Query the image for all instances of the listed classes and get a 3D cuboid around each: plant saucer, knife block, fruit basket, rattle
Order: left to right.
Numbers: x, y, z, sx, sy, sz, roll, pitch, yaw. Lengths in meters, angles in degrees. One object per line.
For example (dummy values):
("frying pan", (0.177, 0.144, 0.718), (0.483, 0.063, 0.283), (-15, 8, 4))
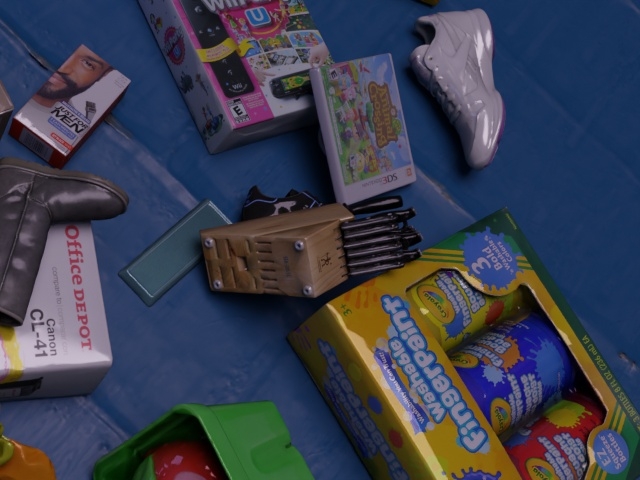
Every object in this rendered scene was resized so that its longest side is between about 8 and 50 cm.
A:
("rattle", (-0.383, 0.259, 1.439), (0.143, 0.199, 0.130), (44, 57, -1))
("plant saucer", (-0.202, 0.012, 1.744), (0.067, 0.018, 0.192), (46, 56, 0))
("fruit basket", (-0.167, 0.408, 1.457), (0.392, 0.283, 0.392), (24, 48, -30))
("knife block", (0.000, 0.000, 1.735), (0.242, 0.275, 0.088), (-28, 113, -51))

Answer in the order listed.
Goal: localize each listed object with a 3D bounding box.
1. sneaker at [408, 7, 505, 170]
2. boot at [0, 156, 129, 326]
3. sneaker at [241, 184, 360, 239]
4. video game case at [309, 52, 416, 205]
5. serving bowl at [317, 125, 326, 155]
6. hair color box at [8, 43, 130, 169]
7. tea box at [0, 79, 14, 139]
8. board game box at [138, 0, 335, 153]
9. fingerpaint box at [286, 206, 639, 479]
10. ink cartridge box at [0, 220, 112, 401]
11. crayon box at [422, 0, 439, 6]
("sneaker", (0.224, -0.251, 2.024), (0.152, 0.114, 0.305), (0, 63, -10))
("boot", (-0.348, 0.008, 1.490), (0.189, 0.076, 0.208), (10, 53, -4))
("sneaker", (-0.005, -0.027, 1.815), (0.232, 0.081, 0.090), (8, 72, -20))
("video game case", (0.069, -0.175, 1.871), (0.193, 0.023, 0.212), (-21, 101, -49))
("serving bowl", (0.030, -0.159, 1.919), (0.083, 0.027, 0.083), (8, 72, -27))
("hair color box", (-0.360, -0.193, 1.740), (0.093, 0.053, 0.167), (36, 56, -5))
("tea box", (-0.616, -0.214, 1.530), (0.323, 0.220, 0.329), (-22, 79, -30))
("board game box", (-0.124, -0.310, 1.879), (0.224, 0.097, 0.303), (-20, 77, -32))
("fingerpaint box", (0.230, 0.227, 1.763), (0.371, 0.163, 0.445), (-26, 80, -32))
("ink cartridge box", (-0.439, 0.086, 1.533), (0.306, 0.131, 0.226), (-3, 69, -25))
("crayon box", (0.101, -0.629, 2.121), (0.313, 0.106, 0.363), (18, 62, -18))
